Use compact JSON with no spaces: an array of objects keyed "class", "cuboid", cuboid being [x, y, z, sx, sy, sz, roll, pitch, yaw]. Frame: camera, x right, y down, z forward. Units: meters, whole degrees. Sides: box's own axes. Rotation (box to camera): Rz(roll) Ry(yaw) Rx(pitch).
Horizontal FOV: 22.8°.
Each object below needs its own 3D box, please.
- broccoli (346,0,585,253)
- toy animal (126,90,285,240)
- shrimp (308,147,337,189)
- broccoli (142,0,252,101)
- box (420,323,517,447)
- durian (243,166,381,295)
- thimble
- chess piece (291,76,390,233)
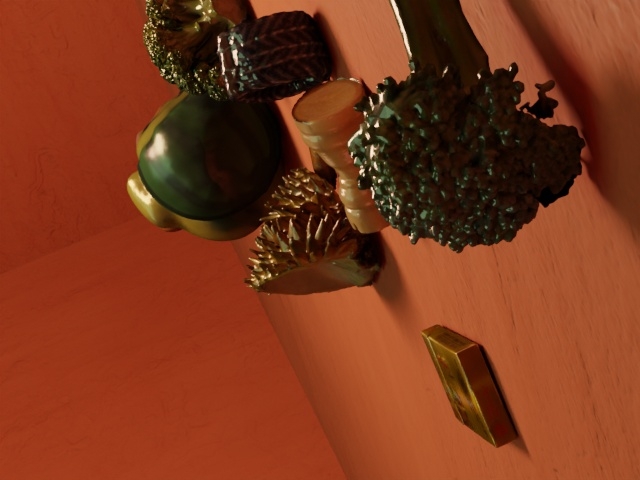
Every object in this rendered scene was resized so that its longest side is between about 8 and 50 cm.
[{"class":"broccoli","cuboid":[0.057,-0.093,0.800,0.122,0.118,0.204,38,-144,-57]},{"class":"toy animal","cuboid":[-0.136,-0.098,2.060,0.191,0.216,0.338,40,170,0]},{"class":"shrimp","cuboid":[0.000,-0.091,1.644,0.108,0.023,0.059,76,179,-56]},{"class":"broccoli","cuboid":[-0.134,-0.230,1.835,0.138,0.145,0.162,-46,43,49]},{"class":"box","cuboid":[0.122,0.120,1.333,0.156,0.022,0.089,-153,41,-81]},{"class":"durian","cuboid":[0.000,0.000,1.646,0.252,0.139,0.144,112,173,-73]},{"class":"thimble","cuboid":[-0.039,-0.162,1.403,0.104,0.095,0.066,-7,-98,-59]},{"class":"chess piece","cuboid":[0.027,-0.068,1.315,0.122,0.066,0.066,64,177,-31]}]
